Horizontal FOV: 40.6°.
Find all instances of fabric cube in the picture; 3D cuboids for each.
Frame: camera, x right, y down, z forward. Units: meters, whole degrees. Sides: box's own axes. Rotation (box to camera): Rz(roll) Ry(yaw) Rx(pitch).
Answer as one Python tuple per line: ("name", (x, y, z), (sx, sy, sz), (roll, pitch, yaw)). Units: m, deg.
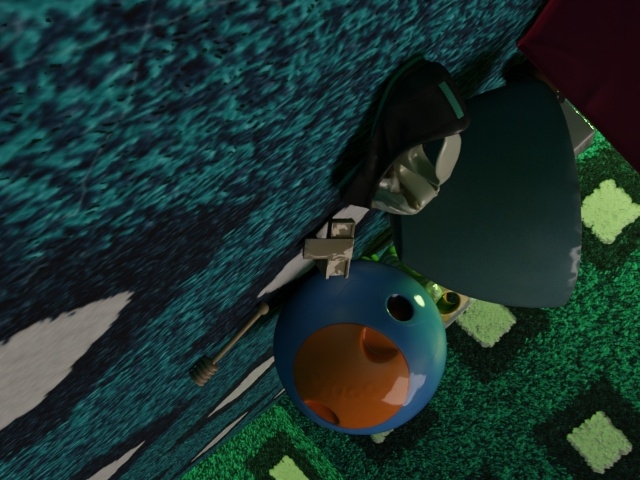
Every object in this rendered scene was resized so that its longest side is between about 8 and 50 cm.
("fabric cube", (0.446, -0.279, 1.041), (0.258, 0.259, 0.254), (-37, 171, -20))

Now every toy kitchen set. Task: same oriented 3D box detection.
("toy kitchen set", (0.000, 0.000, 1.176), (0.068, 0.075, 0.083), (-1, 115, -18))

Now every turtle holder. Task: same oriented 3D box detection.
("turtle holder", (0.228, 0.061, 1.808), (0.243, 0.227, 0.320), (-40, 171, -12))

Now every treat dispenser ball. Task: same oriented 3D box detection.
("treat dispenser ball", (0.066, 0.175, 1.435), (0.288, 0.288, 0.288), (-41, 171, -8))

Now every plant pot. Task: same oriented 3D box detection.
("plant pot", (0.190, -0.049, 1.102), (0.195, 0.290, 0.290), (-6, 169, -1))

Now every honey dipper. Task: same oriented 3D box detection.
("honey dipper", (-0.134, 0.155, 1.305), (0.161, 0.030, 0.030), (-45, 171, 7))

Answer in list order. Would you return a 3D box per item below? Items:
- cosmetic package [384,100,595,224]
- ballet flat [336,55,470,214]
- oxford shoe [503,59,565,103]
("cosmetic package", (0.308, -0.113, 1.571), (0.365, 0.155, 0.197), (-43, 169, 13))
("ballet flat", (0.084, -0.081, 0.907), (0.095, 0.096, 0.280), (-40, 171, -19))
("oxford shoe", (0.333, -0.258, 1.284), (0.227, 0.082, 0.096), (-27, 144, -63))
